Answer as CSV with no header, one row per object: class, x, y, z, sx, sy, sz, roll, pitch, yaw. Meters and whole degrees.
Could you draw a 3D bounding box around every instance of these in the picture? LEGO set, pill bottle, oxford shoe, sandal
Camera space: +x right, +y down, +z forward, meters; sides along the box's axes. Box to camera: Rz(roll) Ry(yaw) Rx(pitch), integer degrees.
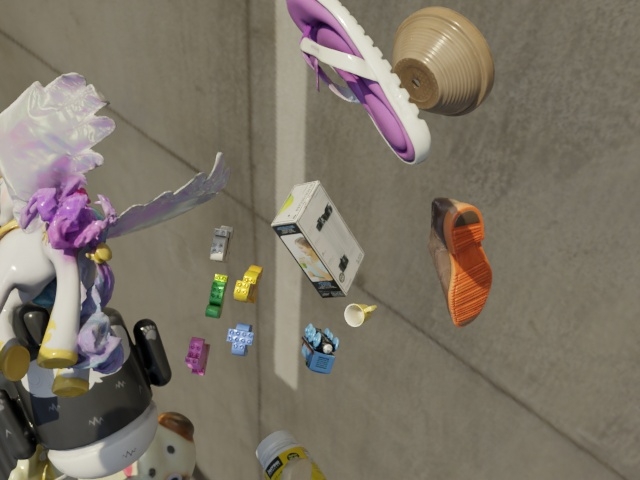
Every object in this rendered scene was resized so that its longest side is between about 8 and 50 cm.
LEGO set,-0.134,0.091,1.066,0.087,0.227,0.093,10,175,4
pill bottle,-0.059,0.552,1.703,0.208,0.119,0.119,47,148,39
oxford shoe,0.349,0.054,1.873,0.132,0.129,0.364,37,141,54
sandal,0.042,-0.296,1.290,0.416,0.102,0.169,52,166,16

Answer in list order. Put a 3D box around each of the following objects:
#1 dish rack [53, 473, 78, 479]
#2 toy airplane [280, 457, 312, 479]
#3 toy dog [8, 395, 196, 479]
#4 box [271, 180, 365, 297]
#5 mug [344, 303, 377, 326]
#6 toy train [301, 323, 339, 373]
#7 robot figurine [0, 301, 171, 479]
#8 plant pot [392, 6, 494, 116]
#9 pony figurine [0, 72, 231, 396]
dish rack,-0.643,0.580,1.443,0.285,0.332,0.072,-34,85,32
toy airplane,-0.079,0.664,1.355,0.272,0.386,0.385,-24,96,56
toy dog,-0.513,0.541,1.832,0.407,0.285,0.395,4,166,20
box,0.000,0.000,1.997,0.087,0.169,0.290,-6,132,36
mug,0.115,0.203,2.004,0.078,0.064,0.062,9,97,34
toy train,-0.008,0.300,2.041,0.184,0.080,0.105,-151,80,-74
robot figurine,-0.343,0.204,1.056,0.173,0.209,0.278,-71,-36,-73
plant pot,0.227,-0.345,1.500,0.237,0.109,0.237,34,148,25
pony figurine,-0.316,-0.003,0.896,0.350,0.303,0.364,-19,58,25
